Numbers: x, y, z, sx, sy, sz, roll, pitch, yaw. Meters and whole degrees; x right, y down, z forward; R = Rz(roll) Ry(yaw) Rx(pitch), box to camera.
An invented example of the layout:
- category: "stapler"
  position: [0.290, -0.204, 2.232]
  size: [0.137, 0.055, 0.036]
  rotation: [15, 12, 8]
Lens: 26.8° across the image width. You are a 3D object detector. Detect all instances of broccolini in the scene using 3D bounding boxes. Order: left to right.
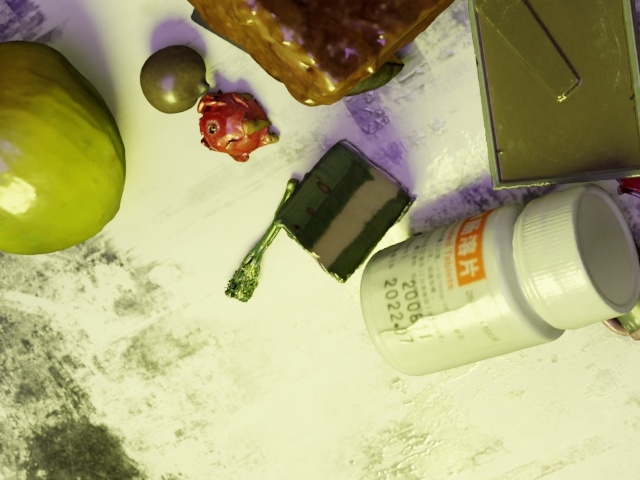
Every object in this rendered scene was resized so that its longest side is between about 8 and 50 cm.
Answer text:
- category: "broccolini"
  position: [-0.090, 0.003, 2.170]
  size: [0.051, 0.054, 0.239]
  rotation: [41, 116, 23]

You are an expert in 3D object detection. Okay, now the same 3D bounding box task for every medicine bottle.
- category: "medicine bottle"
  position: [0.258, 0.061, 1.959]
  size: [0.371, 0.211, 0.211]
  rotation: [-20, 105, 35]

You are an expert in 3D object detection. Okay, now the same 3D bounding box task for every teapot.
- category: "teapot"
  position: [0.473, 0.071, 2.004]
  size: [0.116, 0.148, 0.146]
  rotation: [-38, 83, -9]

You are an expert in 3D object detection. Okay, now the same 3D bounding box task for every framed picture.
- category: "framed picture"
  position: [0.330, -0.244, 1.873]
  size: [0.247, 0.022, 0.335]
  rotation: [-5, 97, 34]

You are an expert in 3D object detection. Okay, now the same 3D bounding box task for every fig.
- category: "fig"
  position: [-0.453, -0.128, 2.084]
  size: [0.343, 0.343, 0.343]
  rotation: [6, 114, 15]

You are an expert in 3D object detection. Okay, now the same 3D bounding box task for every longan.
- category: "longan"
  position: [-0.224, -0.249, 2.078]
  size: [0.113, 0.092, 0.113]
  rotation: [0, 89, 10]

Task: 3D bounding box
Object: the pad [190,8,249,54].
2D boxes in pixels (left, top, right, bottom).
- category: "pad"
  position: [-0.079, -0.404, 2.016]
  size: [0.159, 0.009, 0.265]
  rotation: [31, 119, 2]

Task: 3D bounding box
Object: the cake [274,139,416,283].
- category: "cake"
  position: [-0.001, 0.001, 2.014]
  size: [0.158, 0.283, 0.172]
  rotation: [38, 125, 1]

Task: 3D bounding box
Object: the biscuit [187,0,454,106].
- category: "biscuit"
  position: [-0.019, -0.394, 1.808]
  size: [0.395, 0.342, 0.166]
  rotation: [46, 158, 6]

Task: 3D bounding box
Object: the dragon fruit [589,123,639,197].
- category: "dragon fruit"
  position: [0.521, -0.130, 1.889]
  size: [0.274, 0.126, 0.161]
  rotation: [-6, 120, 34]

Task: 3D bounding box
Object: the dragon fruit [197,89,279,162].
- category: "dragon fruit"
  position: [-0.142, -0.176, 2.098]
  size: [0.112, 0.068, 0.126]
  rotation: [-34, 97, 27]

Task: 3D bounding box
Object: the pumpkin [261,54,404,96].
- category: "pumpkin"
  position: [-0.052, -0.281, 1.957]
  size: [0.312, 0.169, 0.148]
  rotation: [35, 126, 2]
